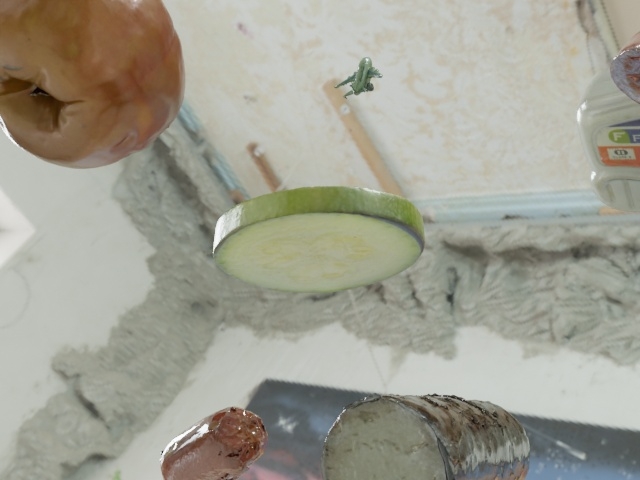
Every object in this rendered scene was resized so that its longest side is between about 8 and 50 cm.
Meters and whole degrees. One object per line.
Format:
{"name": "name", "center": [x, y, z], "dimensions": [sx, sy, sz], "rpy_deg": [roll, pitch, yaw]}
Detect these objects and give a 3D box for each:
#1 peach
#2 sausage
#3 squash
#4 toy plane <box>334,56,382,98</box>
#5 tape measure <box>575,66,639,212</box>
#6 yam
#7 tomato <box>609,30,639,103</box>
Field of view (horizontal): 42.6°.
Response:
{"name": "peach", "center": [-0.369, -0.290, 1.265], "dimensions": [0.343, 0.301, 0.342], "rpy_deg": [17, -41, 16]}
{"name": "sausage", "center": [-0.116, 0.223, 0.863], "dimensions": [0.076, 0.076, 0.141], "rpy_deg": [45, -55, -13]}
{"name": "squash", "center": [0.000, 0.000, 0.990], "dimensions": [0.252, 0.048, 0.252], "rpy_deg": [-2, -24, -1]}
{"name": "toy plane", "center": [0.062, -0.238, 1.206], "dimensions": [0.080, 0.083, 0.033], "rpy_deg": [-8, -46, 35]}
{"name": "tape measure", "center": [0.509, -0.141, 1.152], "dimensions": [0.258, 0.130, 0.265], "rpy_deg": [6, -39, 39]}
{"name": "yam", "center": [0.109, 0.209, 0.776], "dimensions": [0.131, 0.131, 0.280], "rpy_deg": [16, -3, 30]}
{"name": "tomato", "center": [0.455, -0.205, 0.918], "dimensions": [0.228, 0.112, 0.199], "rpy_deg": [22, -6, 5]}
